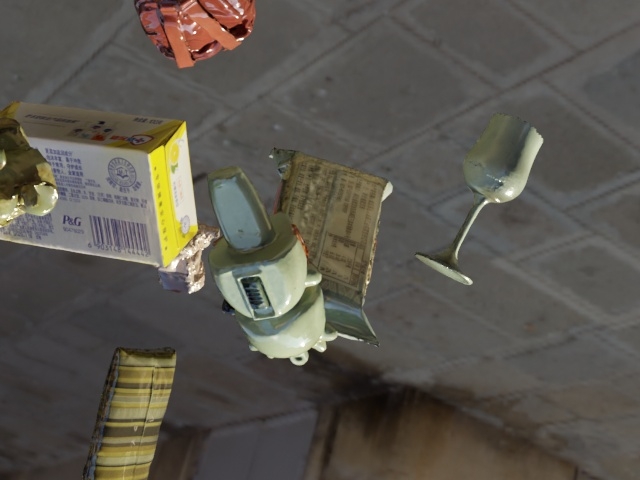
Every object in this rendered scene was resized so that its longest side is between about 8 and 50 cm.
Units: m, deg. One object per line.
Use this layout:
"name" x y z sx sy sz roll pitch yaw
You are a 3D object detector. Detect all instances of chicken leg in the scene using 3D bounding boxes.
"chicken leg" -0.368 0.019 1.018 0.201 0.153 0.429 44 129 -12

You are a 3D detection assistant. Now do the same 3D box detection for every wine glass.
"wine glass" 0.189 -0.051 1.286 0.079 0.196 0.079 29 175 3

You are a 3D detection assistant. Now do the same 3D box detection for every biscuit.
"biscuit" -0.005 -0.001 1.356 0.186 0.309 0.079 16 135 -5

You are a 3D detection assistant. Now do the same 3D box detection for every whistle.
"whistle" -0.059 0.033 1.131 0.106 0.101 0.253 51 166 56

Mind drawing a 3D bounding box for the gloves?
"gloves" -0.222 0.012 1.730 0.110 0.094 0.144 27 126 9

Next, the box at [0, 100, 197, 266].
"box" -0.300 -0.076 1.408 0.265 0.097 0.168 7 121 20

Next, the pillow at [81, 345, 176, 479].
"pillow" -0.193 0.204 1.071 0.038 0.204 0.113 13 180 22

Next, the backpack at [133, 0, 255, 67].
"backpack" -0.220 -0.404 1.871 0.229 0.139 0.229 -3 159 -1
